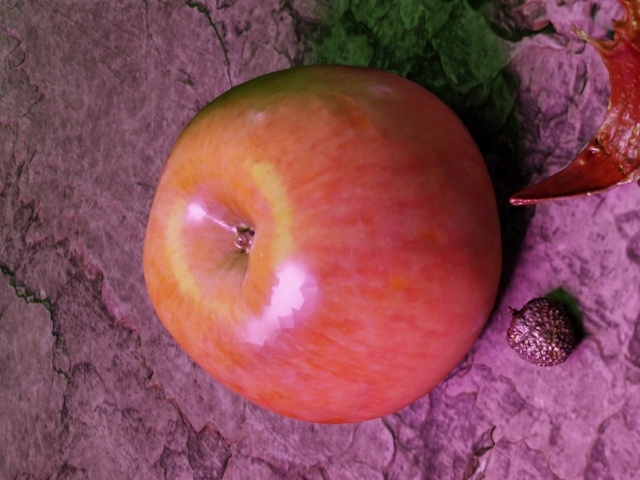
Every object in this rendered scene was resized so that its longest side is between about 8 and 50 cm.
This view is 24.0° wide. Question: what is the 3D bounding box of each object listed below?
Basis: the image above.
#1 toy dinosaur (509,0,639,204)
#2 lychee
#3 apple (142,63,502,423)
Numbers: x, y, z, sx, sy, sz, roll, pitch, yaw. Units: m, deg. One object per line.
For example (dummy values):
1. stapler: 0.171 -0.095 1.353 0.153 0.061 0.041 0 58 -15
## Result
1. toy dinosaur: 0.286 -0.172 1.434 0.327 0.113 0.207 -44 57 45
2. lychee: 0.224 0.093 1.547 0.067 0.068 0.083 -48 68 17
3. apple: 0.000 0.000 1.616 0.391 0.346 0.391 -2 88 46
